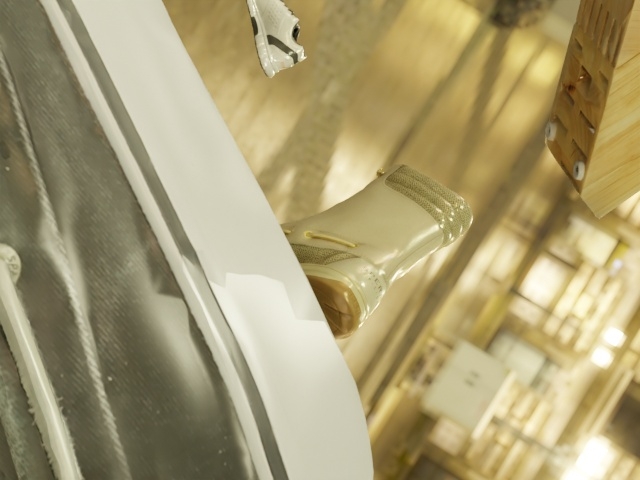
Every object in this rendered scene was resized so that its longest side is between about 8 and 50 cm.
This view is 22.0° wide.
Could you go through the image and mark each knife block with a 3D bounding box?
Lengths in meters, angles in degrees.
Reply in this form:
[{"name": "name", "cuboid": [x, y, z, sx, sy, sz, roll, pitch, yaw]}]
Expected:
[{"name": "knife block", "cuboid": [0.304, -0.149, 1.138, 0.088, 0.242, 0.275, -109, -154, -58]}]

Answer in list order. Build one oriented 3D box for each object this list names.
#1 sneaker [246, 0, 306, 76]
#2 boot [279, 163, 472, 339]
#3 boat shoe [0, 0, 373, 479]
[{"name": "sneaker", "cuboid": [-0.041, -0.198, 1.464, 0.044, 0.109, 0.040, -17, 162, 7]}, {"name": "boot", "cuboid": [0.000, 0.000, 1.626, 0.203, 0.262, 0.095, -38, 120, -33]}, {"name": "boat shoe", "cuboid": [-0.108, -0.041, 0.399, 0.105, 0.306, 0.113, -25, 175, -34]}]
